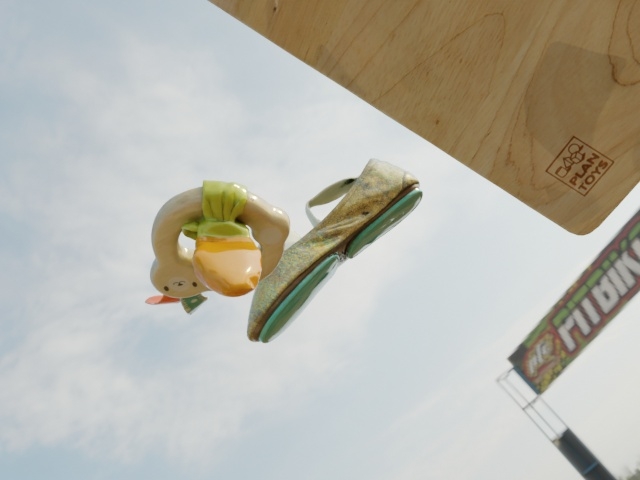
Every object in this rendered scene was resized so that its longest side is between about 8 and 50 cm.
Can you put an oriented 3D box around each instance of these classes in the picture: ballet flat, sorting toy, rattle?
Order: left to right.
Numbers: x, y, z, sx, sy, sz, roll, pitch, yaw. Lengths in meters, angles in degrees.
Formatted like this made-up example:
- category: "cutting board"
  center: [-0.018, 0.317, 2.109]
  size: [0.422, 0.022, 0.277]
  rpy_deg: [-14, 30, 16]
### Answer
- category: "rattle"
  center: [-0.111, 0.052, 0.587]
  size: [0.130, 0.142, 0.200]
  rpy_deg: [17, -50, -42]
- category: "ballet flat"
  center: [0.000, 0.000, 0.890]
  size: [0.348, 0.123, 0.123]
  rpy_deg: [-41, -30, -23]
- category: "sorting toy"
  center: [0.103, -0.180, 0.305]
  size: [0.257, 0.255, 0.089]
  rpy_deg: [-59, -5, 32]
